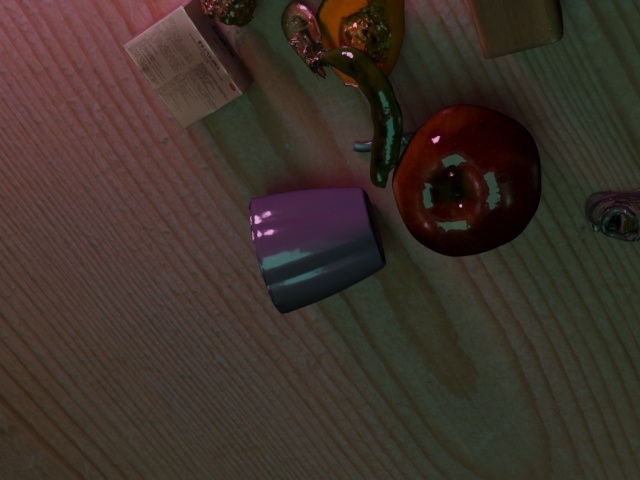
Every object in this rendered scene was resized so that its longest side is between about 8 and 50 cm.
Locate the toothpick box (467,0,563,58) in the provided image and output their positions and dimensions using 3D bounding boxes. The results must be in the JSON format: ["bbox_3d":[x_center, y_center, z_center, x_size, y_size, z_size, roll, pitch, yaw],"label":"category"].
[{"bbox_3d":[0.319,-0.497,1.596,0.190,0.187,0.308,-13,119,19],"label":"toothpick box"}]

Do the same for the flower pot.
[{"bbox_3d":[0.000,0.000,1.930,0.243,0.265,0.265,-17,114,10],"label":"flower pot"}]

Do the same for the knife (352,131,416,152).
[{"bbox_3d":[0.166,-0.207,1.893,0.210,0.015,0.028,-8,112,18],"label":"knife"}]

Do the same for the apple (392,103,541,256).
[{"bbox_3d":[0.282,-0.114,1.739,0.288,0.317,0.288,4,105,16],"label":"apple"}]

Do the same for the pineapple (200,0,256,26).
[{"bbox_3d":[-0.153,-0.533,1.737,0.119,0.111,0.237,3,119,-23],"label":"pineapple"}]

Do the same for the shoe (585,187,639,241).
[{"bbox_3d":[0.621,-0.047,1.825,0.180,0.092,0.089,1,119,13],"label":"shoe"}]

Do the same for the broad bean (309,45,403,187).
[{"bbox_3d":[0.085,-0.249,1.713,0.144,0.049,0.292,-36,79,43],"label":"broad bean"}]

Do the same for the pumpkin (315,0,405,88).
[{"bbox_3d":[0.069,-0.434,1.738,0.163,0.111,0.278,27,144,35],"label":"pumpkin"}]

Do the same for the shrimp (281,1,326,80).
[{"bbox_3d":[-0.020,-0.394,1.790,0.095,0.045,0.162,-37,81,38],"label":"shrimp"}]

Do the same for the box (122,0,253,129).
[{"bbox_3d":[-0.265,-0.362,1.865,0.168,0.095,0.212,-25,111,27],"label":"box"}]
